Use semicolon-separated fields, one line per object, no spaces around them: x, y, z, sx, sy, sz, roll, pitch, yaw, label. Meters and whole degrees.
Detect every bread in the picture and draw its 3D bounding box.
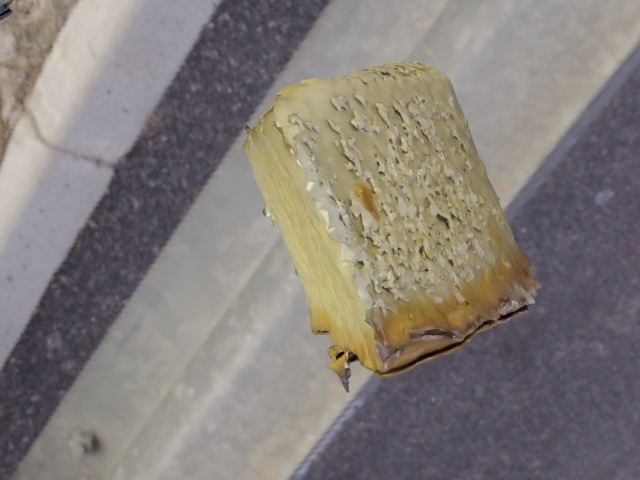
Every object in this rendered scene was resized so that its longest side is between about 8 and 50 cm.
0.000;0.000;0.903;0.279;0.248;0.315;-19;179;37;bread

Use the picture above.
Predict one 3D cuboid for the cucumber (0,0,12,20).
-0.152;-0.239;0.586;0.072;0.303;0.081;7;143;-2;cucumber
